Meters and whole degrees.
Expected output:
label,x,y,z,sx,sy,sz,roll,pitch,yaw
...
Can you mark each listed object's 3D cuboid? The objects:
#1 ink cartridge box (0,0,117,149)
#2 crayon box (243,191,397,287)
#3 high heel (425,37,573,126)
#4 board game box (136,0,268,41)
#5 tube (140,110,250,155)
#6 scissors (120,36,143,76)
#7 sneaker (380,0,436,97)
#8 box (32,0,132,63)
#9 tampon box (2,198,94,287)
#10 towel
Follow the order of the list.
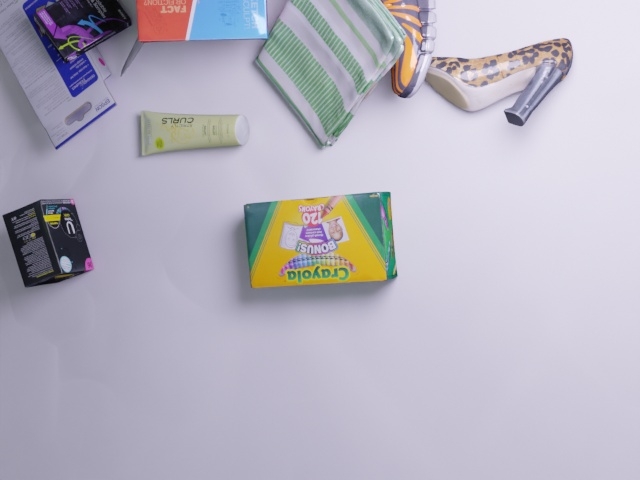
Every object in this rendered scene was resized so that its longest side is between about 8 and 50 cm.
label,x,y,z,sx,sy,sz,roll,pitch,yaw
ink cartridge box,-0.564,-0.390,1.985,0.175,0.069,0.371,-32,80,17
crayon box,0.000,0.000,1.799,0.278,0.081,0.166,-5,91,19
high heel,0.312,-0.320,1.693,0.261,0.093,0.186,31,74,32
board game box,-0.218,-0.525,1.725,0.242,0.064,0.317,-2,101,0
tube,-0.260,-0.217,1.893,0.240,0.062,0.070,2,53,24
scissors,-0.328,-0.426,1.854,0.109,0.021,0.297,35,123,17
sneaker,0.108,-0.416,1.677,0.180,0.124,0.321,6,81,-15
box,-0.484,-0.450,1.927,0.162,0.029,0.116,-35,84,-17
tampon box,-0.568,0.004,1.979,0.101,0.120,0.161,-19,87,20
towel,0.009,-0.345,1.710,0.248,0.038,0.325,53,143,11
